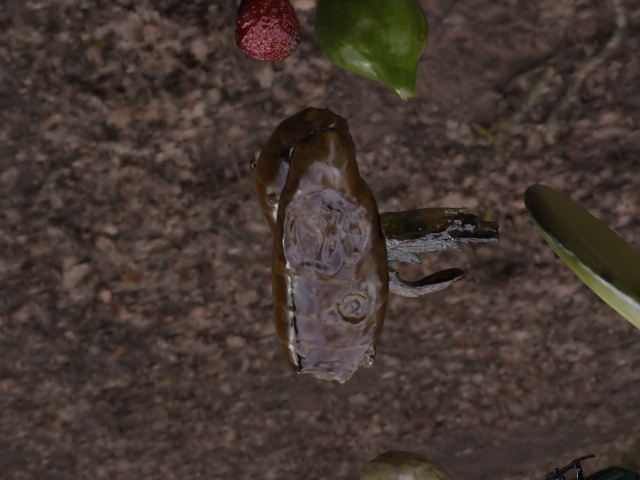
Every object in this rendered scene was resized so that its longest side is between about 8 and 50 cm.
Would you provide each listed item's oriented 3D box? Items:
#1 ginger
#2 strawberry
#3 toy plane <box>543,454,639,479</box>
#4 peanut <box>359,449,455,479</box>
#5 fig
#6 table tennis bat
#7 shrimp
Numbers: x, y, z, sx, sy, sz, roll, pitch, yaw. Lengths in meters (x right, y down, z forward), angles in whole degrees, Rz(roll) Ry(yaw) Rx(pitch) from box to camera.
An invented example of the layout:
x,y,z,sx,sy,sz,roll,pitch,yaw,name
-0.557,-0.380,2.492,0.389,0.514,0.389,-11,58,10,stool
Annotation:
x,y,z,sx,sy,sz,roll,pitch,yaw,name
0.000,0.000,1.642,0.176,0.418,0.254,-11,-152,-7,ginger
-0.071,-0.295,1.555,0.106,0.106,0.106,-18,170,-3,strawberry
0.360,0.413,1.601,0.381,0.106,0.155,-21,-151,-32,toy plane
0.127,0.333,1.284,0.123,0.257,0.123,-32,-158,15,peanut
0.107,-0.350,2.003,0.206,0.275,0.206,-10,138,-9,fig
0.328,0.070,1.047,0.054,0.368,0.224,-50,-171,18,table tennis bat
0.165,0.024,1.821,0.253,0.173,0.058,-1,-147,17,shrimp
